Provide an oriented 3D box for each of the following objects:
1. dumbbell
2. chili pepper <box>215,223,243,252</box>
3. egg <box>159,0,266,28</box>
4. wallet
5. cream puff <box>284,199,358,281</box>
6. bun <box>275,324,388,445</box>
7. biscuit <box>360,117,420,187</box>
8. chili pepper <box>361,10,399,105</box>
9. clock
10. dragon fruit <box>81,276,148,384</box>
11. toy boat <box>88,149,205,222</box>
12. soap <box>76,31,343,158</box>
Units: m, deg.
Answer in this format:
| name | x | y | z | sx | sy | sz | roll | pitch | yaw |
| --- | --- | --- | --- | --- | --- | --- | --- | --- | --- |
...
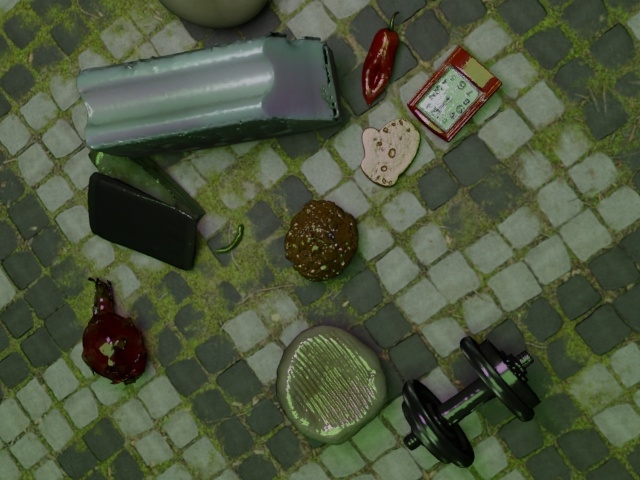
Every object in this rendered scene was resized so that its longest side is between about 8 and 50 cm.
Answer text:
| name | x | y | z | sx | sy | sz | roll | pitch | yaw |
| --- | --- | --- | --- | --- | --- | --- | --- | --- | --- |
| dumbbell | 0.274 | 0.300 | 1.239 | 0.290 | 0.192 | 0.192 | -40 | 86 | 9 |
| chili pepper | -0.188 | 0.000 | 1.394 | 0.030 | 0.017 | 0.083 | 39 | 95 | 7 |
| egg | -0.218 | -0.512 | 1.289 | 0.254 | 0.188 | 0.188 | 7 | 94 | 17 |
| wallet | -0.367 | -0.037 | 1.374 | 0.245 | 0.052 | 0.168 | 23 | 133 | 7 |
| cream puff | 0.000 | 0.000 | 1.310 | 0.150 | 0.115 | 0.165 | -7 | 90 | 6 |
| bun | 0.014 | 0.285 | 1.310 | 0.231 | 0.133 | 0.231 | 2 | 76 | -8 |
| biscuit | 0.133 | -0.184 | 1.326 | 0.118 | 0.023 | 0.140 | 41 | 99 | 6 |
| chili pepper | 0.119 | -0.359 | 1.306 | 0.059 | 0.050 | 0.191 | 14 | 103 | -7 |
| clock | 0.257 | -0.280 | 1.283 | 0.113 | 0.061 | 0.155 | 44 | 102 | 5 |
| dragon fruit | -0.450 | 0.190 | 1.410 | 0.125 | 0.125 | 0.246 | -25 | 72 | 23 |
| toy boat | -0.377 | -0.125 | 1.401 | 0.293 | 0.055 | 0.093 | 36 | 100 | 7 |
| soap | -0.192 | -0.267 | 1.258 | 0.446 | 0.261 | 0.156 | -9 | 91 | 9 |
